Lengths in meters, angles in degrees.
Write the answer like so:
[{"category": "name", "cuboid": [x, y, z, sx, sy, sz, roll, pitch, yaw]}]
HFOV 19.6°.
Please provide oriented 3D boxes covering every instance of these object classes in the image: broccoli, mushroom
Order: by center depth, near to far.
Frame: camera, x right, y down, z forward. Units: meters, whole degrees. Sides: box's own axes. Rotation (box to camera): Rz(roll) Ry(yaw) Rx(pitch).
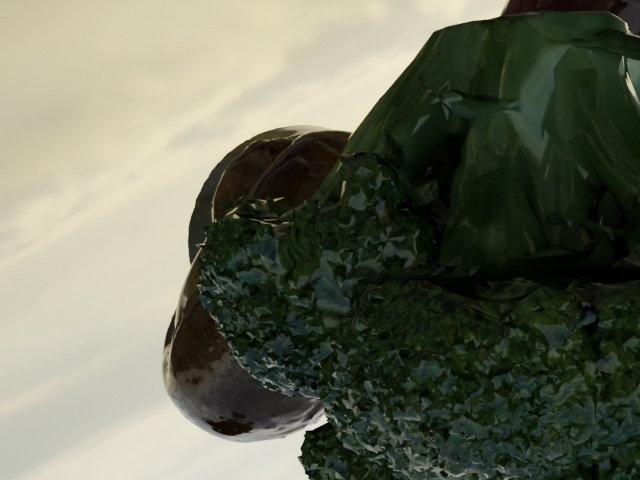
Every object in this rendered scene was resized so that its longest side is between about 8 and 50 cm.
[{"category": "broccoli", "cuboid": [0.145, 0.037, 1.006, 0.413, 0.321, 0.310, -5, -125, 40]}, {"category": "mushroom", "cuboid": [-0.021, 0.027, 1.288, 0.253, 0.153, 0.253, -60, -177, 6]}]

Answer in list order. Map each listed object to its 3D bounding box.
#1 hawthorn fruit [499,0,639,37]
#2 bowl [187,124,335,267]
[{"category": "hawthorn fruit", "cuboid": [0.267, -0.168, 1.776, 0.249, 0.215, 0.215, -60, 175, 13]}, {"category": "bowl", "cuboid": [0.000, 0.000, 1.537, 0.211, 0.211, 0.112, -30, -179, -12]}]
